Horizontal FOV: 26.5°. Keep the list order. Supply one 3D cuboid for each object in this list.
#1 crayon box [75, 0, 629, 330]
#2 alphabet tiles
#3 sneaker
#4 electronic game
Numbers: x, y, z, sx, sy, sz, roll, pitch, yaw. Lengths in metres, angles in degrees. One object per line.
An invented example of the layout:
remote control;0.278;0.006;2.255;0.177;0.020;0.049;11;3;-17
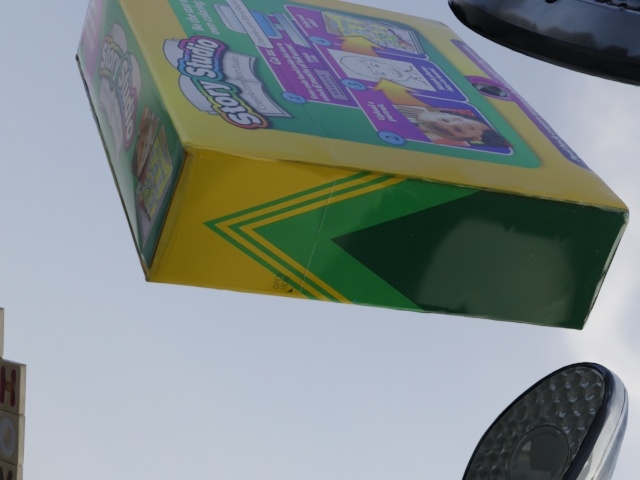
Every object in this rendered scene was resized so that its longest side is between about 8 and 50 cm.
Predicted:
crayon box;0.002;-0.082;1.004;0.363;0.313;0.106;-119;-139;-56
alphabet tiles;-0.304;0.148;1.130;0.237;0.009;0.198;4;-88;51
sneaker;0.156;0.193;0.822;0.163;0.226;0.086;26;5;-30
electronic game;0.184;-0.119;0.750;0.229;0.229;0.048;26;-62;35
